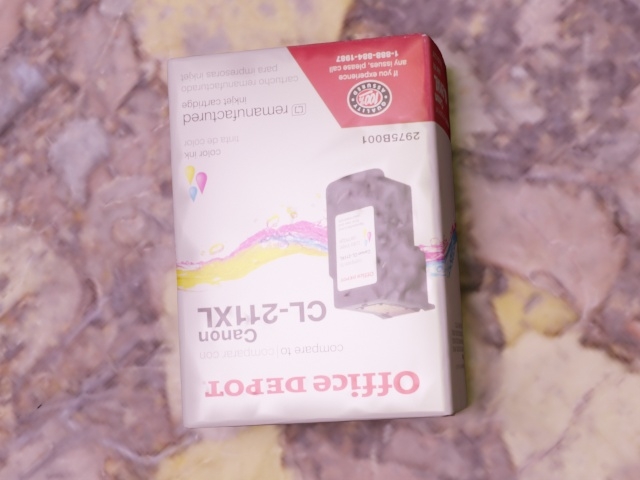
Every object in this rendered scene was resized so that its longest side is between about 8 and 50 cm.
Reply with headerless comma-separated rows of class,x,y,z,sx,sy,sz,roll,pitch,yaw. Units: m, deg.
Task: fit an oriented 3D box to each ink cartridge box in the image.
ink cartridge box,0.000,0.000,0.617,0.127,0.072,0.175,-4,84,10
